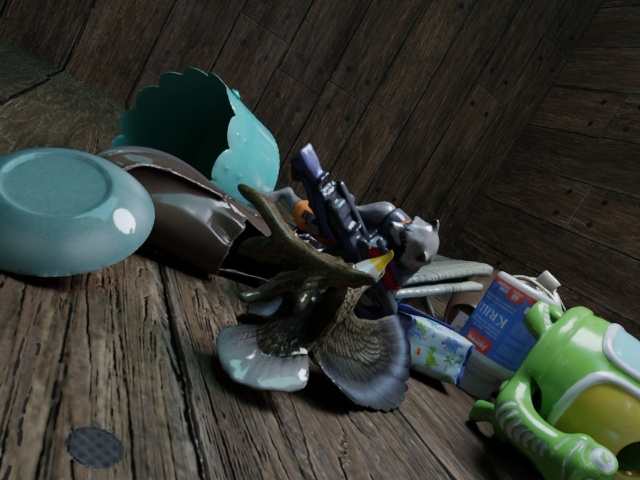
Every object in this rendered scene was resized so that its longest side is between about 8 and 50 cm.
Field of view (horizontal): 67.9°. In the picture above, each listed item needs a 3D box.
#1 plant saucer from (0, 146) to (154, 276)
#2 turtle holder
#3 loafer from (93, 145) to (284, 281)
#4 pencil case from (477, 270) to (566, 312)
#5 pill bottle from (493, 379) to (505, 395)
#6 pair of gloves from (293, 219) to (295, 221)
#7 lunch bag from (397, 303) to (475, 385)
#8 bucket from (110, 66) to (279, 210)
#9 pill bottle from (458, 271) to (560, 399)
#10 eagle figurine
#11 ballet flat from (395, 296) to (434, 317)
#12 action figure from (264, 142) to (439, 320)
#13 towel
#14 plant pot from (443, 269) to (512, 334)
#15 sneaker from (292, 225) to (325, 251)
[{"bbox_3d":[-0.273,-0.047,0.494,0.195,0.037,0.194,15,41,-13],"label":"plant saucer"},{"bbox_3d":[0.367,0.220,0.657,0.227,0.243,0.320,34,-5,33],"label":"turtle holder"},{"bbox_3d":[-0.172,-0.025,0.699,0.366,0.133,0.130,20,12,-49],"label":"loafer"},{"bbox_3d":[0.507,0.226,1.102,0.410,0.184,0.159,40,22,-45],"label":"pencil case"},{"bbox_3d":[0.422,0.302,0.938,0.160,0.087,0.087,32,8,13],"label":"pill bottle"},{"bbox_3d":[0.006,-0.028,1.576,0.198,0.023,0.159,26,-11,-11],"label":"pair of gloves"},{"bbox_3d":[0.178,0.179,0.847,0.129,0.096,0.151,26,-6,-8],"label":"lunch bag"},{"bbox_3d":[-0.224,-0.155,0.881,0.281,0.281,0.183,35,3,30],"label":"bucket"},{"bbox_3d":[0.331,0.180,0.886,0.124,0.221,0.124,29,7,-4],"label":"pill bottle"},{"bbox_3d":[0.009,0.092,0.593,0.298,0.225,0.226,81,2,-58],"label":"eagle figurine"},{"bbox_3d":[0.209,0.154,1.085,0.124,0.116,0.342,50,10,2],"label":"ballet flat"},{"bbox_3d":[0.048,-0.035,0.783,0.330,0.178,0.341,15,-42,46],"label":"action figure"},{"bbox_3d":[0.162,0.069,1.048,0.325,0.056,0.312,-4,9,-33],"label":"towel"},{"bbox_3d":[0.424,0.200,1.270,0.215,0.215,0.231,34,24,30],"label":"plant pot"},{"bbox_3d":[0.003,-0.013,1.046,0.235,0.097,0.084,-17,13,-38],"label":"sneaker"}]
